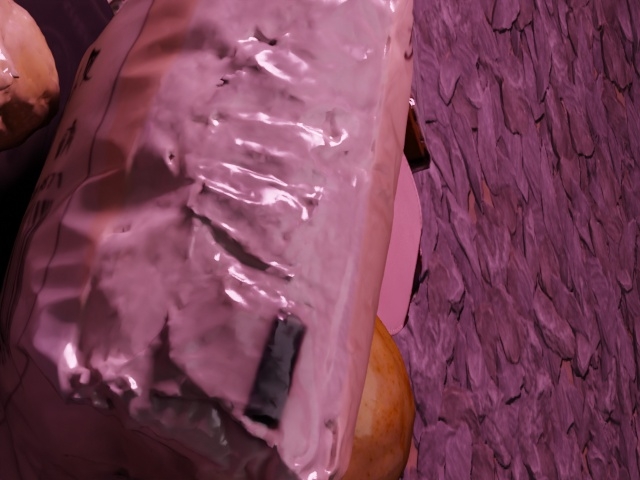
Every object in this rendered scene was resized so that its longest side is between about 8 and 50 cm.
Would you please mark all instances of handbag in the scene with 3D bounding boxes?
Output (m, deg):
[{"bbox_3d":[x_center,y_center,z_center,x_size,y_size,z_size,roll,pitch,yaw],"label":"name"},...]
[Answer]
[{"bbox_3d":[-0.002,0.000,1.548,0.179,0.116,0.205,57,32,-37],"label":"handbag"}]

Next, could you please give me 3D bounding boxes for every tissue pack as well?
[{"bbox_3d":[-0.084,0.016,1.129,0.195,0.375,0.390,18,68,-12],"label":"tissue pack"}]

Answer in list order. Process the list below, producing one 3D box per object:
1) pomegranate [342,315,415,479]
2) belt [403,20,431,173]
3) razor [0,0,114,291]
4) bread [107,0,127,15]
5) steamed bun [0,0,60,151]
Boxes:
[{"bbox_3d":[-0.044,0.128,1.391,0.233,0.233,0.233,34,50,-55],"label":"pomegranate"},{"bbox_3d":[0.007,-0.214,1.685,0.217,0.122,0.338,39,40,-76],"label":"belt"},{"bbox_3d":[-0.228,-0.045,1.198,0.349,0.113,0.204,-73,146,-42],"label":"razor"},{"bbox_3d":[-0.126,-0.165,1.514,0.207,0.056,0.286,62,28,-33],"label":"bread"},{"bbox_3d":[-0.260,-0.133,1.031,0.292,0.137,0.295,30,45,-19],"label":"steamed bun"}]
